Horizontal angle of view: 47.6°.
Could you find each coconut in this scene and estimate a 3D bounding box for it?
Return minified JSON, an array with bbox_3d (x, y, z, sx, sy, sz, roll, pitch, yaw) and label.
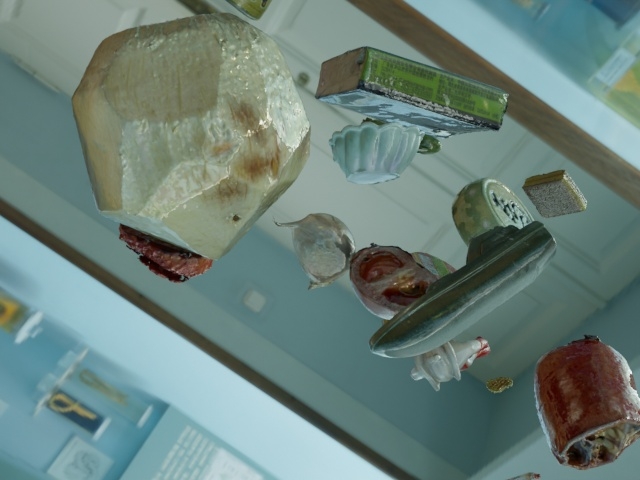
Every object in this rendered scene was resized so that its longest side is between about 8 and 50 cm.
[{"bbox_3d":[-0.209,-0.166,1.237,0.415,0.415,0.344,-55,-174,10],"label":"coconut"}]

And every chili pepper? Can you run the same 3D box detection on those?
[{"bbox_3d":[0.671,0.421,1.799,0.251,0.229,0.305,-15,-149,10],"label":"chili pepper"}]

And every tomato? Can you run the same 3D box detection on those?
[{"bbox_3d":[0.160,0.120,1.693,0.199,0.228,0.112,-20,140,-34],"label":"tomato"}]

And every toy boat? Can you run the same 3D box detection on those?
[{"bbox_3d":[0.113,-0.184,1.584,0.290,0.199,0.100,162,-69,-77],"label":"toy boat"},{"bbox_3d":[0.165,0.059,0.875,0.260,0.085,0.078,-33,148,-11],"label":"toy boat"}]

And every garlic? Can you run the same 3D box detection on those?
[{"bbox_3d":[0.000,-0.005,1.770,0.128,0.266,0.148,11,-129,47],"label":"garlic"}]

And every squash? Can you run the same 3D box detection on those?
[{"bbox_3d":[0.243,-0.311,2.205,0.069,0.258,0.069,17,90,-88],"label":"squash"}]

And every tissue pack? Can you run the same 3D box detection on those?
[{"bbox_3d":[0.218,-0.359,1.792,0.288,0.394,0.124,-166,-92,-67],"label":"tissue pack"}]

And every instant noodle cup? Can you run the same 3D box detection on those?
[{"bbox_3d":[0.274,0.169,1.979,0.212,0.193,0.193,-62,180,24],"label":"instant noodle cup"}]

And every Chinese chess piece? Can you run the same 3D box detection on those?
[{"bbox_3d":[0.435,-0.039,1.781,0.101,0.250,0.250,-40,-169,33],"label":"Chinese chess piece"}]

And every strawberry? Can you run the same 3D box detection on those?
[{"bbox_3d":[-0.289,0.014,1.355,0.121,0.188,0.082,-61,171,-62],"label":"strawberry"}]

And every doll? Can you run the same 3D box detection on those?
[{"bbox_3d":[0.282,0.264,1.609,0.188,0.099,0.384,-30,166,11],"label":"doll"}]

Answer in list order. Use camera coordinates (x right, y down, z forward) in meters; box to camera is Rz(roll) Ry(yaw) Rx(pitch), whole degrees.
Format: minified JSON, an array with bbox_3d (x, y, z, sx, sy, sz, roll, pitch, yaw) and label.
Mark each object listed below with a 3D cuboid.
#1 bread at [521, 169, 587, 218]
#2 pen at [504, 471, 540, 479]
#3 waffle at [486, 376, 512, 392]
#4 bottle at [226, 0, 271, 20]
[{"bbox_3d":[0.456,-0.089,1.412,0.090,0.094,0.035,-13,-140,46],"label":"bread"},{"bbox_3d":[0.375,0.465,1.391,0.026,0.026,0.218,-57,173,-25],"label":"pen"},{"bbox_3d":[0.567,0.455,2.295,0.085,0.016,0.078,-15,-162,-11],"label":"waffle"},{"bbox_3d":[-0.094,-0.646,1.496,0.351,0.171,0.171,-50,-175,17],"label":"bottle"}]
